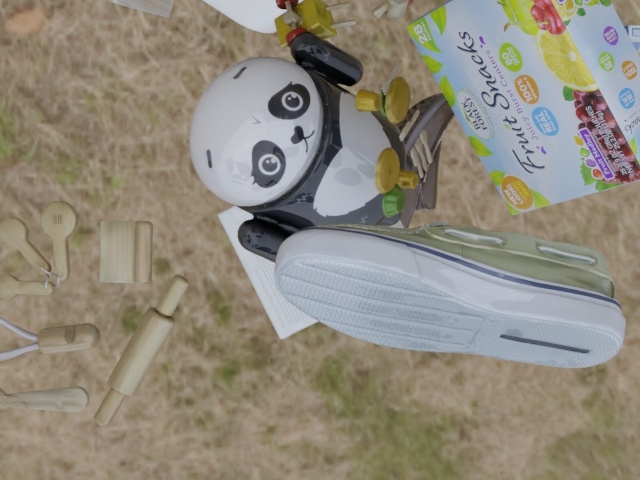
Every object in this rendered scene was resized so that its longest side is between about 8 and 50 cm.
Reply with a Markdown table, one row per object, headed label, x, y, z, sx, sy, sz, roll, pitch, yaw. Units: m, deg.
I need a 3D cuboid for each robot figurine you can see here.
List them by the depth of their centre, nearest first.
| label | x | y | z | sx | sy | sz | roll | pitch | yaw |
| --- | --- | --- | --- | --- | --- | --- | --- | --- | --- |
| robot figurine | -0.014 | -0.095 | 1.238 | 0.173 | 0.209 | 0.278 | -36 | 144 | 27 |

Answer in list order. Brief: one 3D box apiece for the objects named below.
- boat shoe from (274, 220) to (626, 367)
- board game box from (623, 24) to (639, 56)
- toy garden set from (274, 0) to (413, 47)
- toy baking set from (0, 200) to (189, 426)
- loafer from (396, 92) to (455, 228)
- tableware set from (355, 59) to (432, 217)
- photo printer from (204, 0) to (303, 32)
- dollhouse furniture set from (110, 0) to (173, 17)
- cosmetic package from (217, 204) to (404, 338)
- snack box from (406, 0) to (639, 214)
| label | x | y | z | sx | sy | sz | roll | pitch | yaw |
| --- | --- | --- | --- | --- | --- | --- | --- | --- | --- |
| boat shoe | 0.108 | 0.034 | 0.932 | 0.302 | 0.094 | 0.109 | 14 | 141 | -14 |
| board game box | 0.394 | -0.156 | 1.177 | 0.201 | 0.035 | 0.136 | -5 | 94 | -25 |
| toy garden set | 0.033 | -0.326 | 1.329 | 0.244 | 0.204 | 0.049 | -11 | 157 | -10 |
| toy baking set | -0.246 | 0.081 | 1.073 | 0.196 | 0.030 | 0.256 | 27 | 95 | 10 |
| loafer | 0.158 | -0.104 | 2.076 | 0.130 | 0.134 | 0.366 | 32 | 81 | -16 |
| tableware set | 0.071 | -0.101 | 1.151 | 0.024 | 0.104 | 0.154 | 12 | 145 | 31 |
| photo printer | -0.120 | -0.436 | 1.470 | 0.307 | 0.107 | 0.256 | 34 | 129 | 0 |
| dollhouse furniture set | -0.324 | -0.509 | 1.610 | 0.286 | 0.198 | 0.303 | -4 | 111 | -64 |
| cosmetic package | 0.000 | 0.000 | 1.749 | 0.224 | 0.224 | 0.138 | -27 | 179 | 26 |
| snack box | 0.193 | -0.138 | 0.983 | 0.070 | 0.207 | 0.174 | -34 | -171 | -31 |
